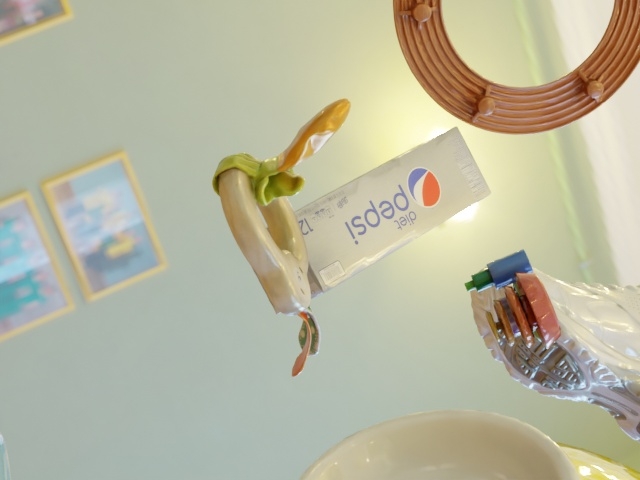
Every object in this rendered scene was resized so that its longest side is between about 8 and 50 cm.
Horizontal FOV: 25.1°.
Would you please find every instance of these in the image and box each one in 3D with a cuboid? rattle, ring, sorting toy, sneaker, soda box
[{"bbox_3d":[0.000,0.000,1.265,0.130,0.142,0.200,70,-3,-78],"label":"rattle"},{"bbox_3d":[0.249,-0.286,1.683,0.032,0.336,0.337,-128,-161,-69],"label":"ring"},{"bbox_3d":[0.116,0.041,0.876,0.102,0.042,0.061,36,32,-84],"label":"sorting toy"},{"bbox_3d":[0.215,0.067,1.056,0.232,0.115,0.090,32,-31,-12],"label":"sneaker"},{"bbox_3d":[0.054,-0.025,1.577,0.098,0.286,0.091,-27,-88,51],"label":"soda box"}]

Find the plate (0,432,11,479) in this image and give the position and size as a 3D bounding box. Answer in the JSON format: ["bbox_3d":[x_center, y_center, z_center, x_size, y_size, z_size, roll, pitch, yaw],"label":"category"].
[{"bbox_3d":[-0.255,0.210,1.104,0.188,0.024,0.188,177,-90,-86],"label":"plate"}]

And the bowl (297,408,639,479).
[{"bbox_3d":[0.056,0.163,0.577,0.289,0.289,0.156,43,-30,56],"label":"bowl"}]
